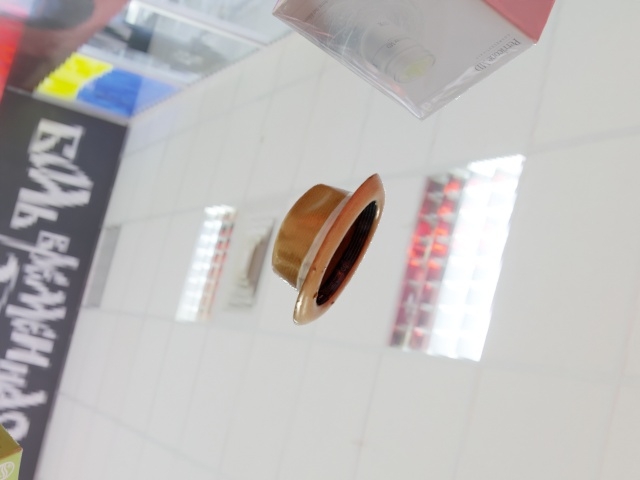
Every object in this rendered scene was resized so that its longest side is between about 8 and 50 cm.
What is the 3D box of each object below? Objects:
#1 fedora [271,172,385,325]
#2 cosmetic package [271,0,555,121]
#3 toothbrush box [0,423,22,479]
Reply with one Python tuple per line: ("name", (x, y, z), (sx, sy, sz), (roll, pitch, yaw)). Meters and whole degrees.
("fedora", (0.000, 0.000, 1.305), (0.194, 0.079, 0.194), (-54, 164, -24))
("cosmetic package", (0.106, -0.276, 1.254), (0.224, 0.225, 0.138), (-32, -150, 58))
("toothbrush box", (-0.436, 0.207, 0.992), (0.206, 0.283, 0.122), (37, -54, 32))
